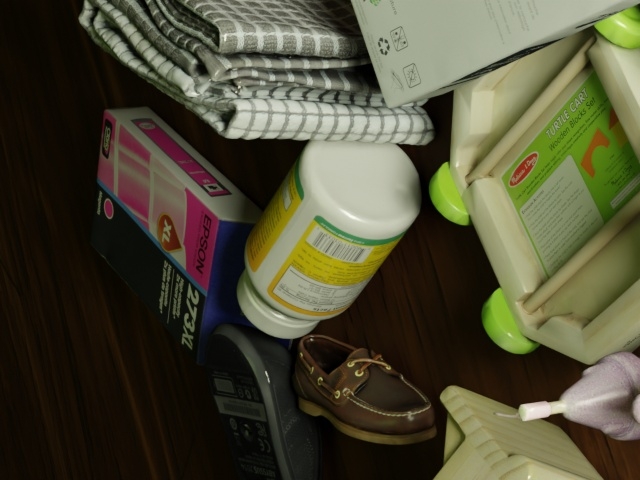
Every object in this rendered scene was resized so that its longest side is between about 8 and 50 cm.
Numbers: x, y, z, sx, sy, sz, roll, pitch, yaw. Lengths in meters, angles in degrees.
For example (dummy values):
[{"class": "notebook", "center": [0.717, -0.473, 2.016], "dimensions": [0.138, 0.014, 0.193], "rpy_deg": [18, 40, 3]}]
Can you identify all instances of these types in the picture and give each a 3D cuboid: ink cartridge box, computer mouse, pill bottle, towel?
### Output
[{"class": "ink cartridge box", "center": [0.130, -0.214, 1.190], "dimensions": [0.332, 0.065, 0.165], "rpy_deg": [-19, 89, 59]}, {"class": "ink cartridge box", "center": [-0.141, 0.007, 1.826], "dimensions": [0.371, 0.069, 0.176], "rpy_deg": [40, 128, 45]}, {"class": "computer mouse", "center": [-0.044, 0.202, 1.703], "dimensions": [0.188, 0.072, 0.272], "rpy_deg": [10, 117, 55]}, {"class": "pill bottle", "center": [0.000, 0.000, 1.538], "dimensions": [0.208, 0.117, 0.118], "rpy_deg": [-56, 50, 47]}, {"class": "towel", "center": [-0.052, -0.186, 1.480], "dimensions": [0.283, 0.235, 0.121], "rpy_deg": [39, 121, 49]}]

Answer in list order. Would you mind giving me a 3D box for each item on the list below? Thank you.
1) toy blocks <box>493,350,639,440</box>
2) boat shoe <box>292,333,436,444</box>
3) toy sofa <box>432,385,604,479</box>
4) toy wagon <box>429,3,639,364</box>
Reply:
[{"class": "toy blocks", "center": [0.288, 0.093, 0.953], "dimensions": [0.288, 0.260, 0.309], "rpy_deg": [-13, 84, 58]}, {"class": "boat shoe", "center": [0.034, 0.134, 1.549], "dimensions": [0.207, 0.073, 0.073], "rpy_deg": [14, 109, 57]}, {"class": "toy sofa", "center": [0.083, 0.308, 1.299], "dimensions": [0.362, 0.150, 0.177], "rpy_deg": [-53, 43, 14]}, {"class": "toy wagon", "center": [0.177, -0.085, 1.284], "dimensions": [0.267, 0.068, 0.344], "rpy_deg": [-51, 53, 49]}]
